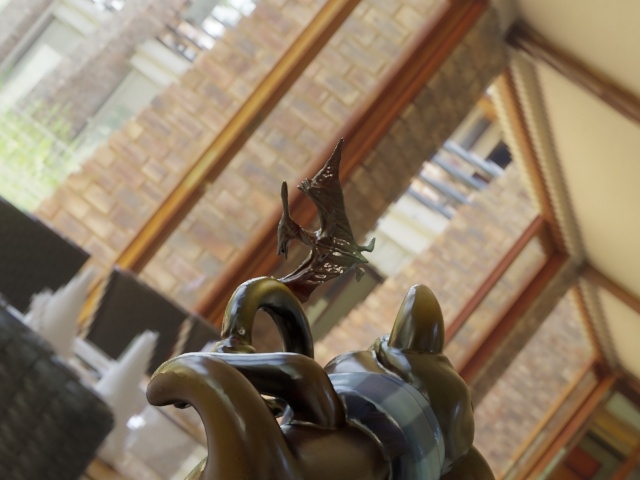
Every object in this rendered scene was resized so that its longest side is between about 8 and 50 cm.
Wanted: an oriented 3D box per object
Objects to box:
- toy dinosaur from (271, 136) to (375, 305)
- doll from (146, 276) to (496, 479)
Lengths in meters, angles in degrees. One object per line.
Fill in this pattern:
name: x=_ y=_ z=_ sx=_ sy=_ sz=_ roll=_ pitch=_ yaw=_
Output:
toy dinosaur: x=0.000 y=0.000 z=1.321 sx=0.108 sy=0.220 sz=0.032 roll=18 pitch=14 yaw=0
doll: x=-0.013 y=0.182 z=1.083 sx=0.340 sy=0.209 sz=0.318 roll=-26 pitch=85 yaw=-48
